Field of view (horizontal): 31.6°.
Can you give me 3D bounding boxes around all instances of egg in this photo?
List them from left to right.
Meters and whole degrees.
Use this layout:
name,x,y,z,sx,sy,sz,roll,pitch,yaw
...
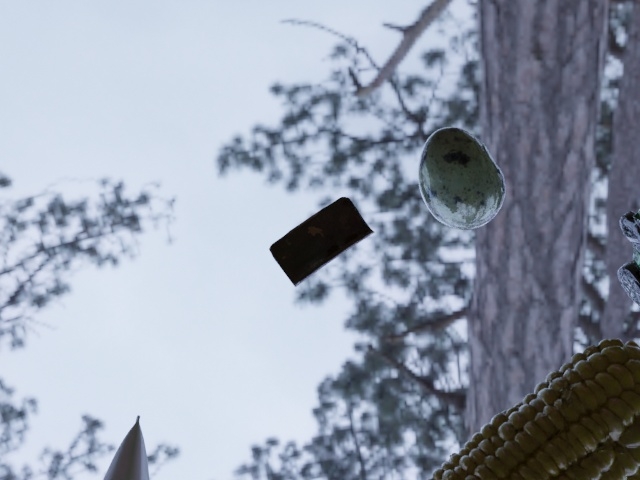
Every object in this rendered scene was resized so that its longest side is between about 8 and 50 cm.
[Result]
name,x,y,z,sx,sy,sz,roll,pitch,yaw
egg,0.233,-0.105,1.889,0.141,0.181,0.141,-24,-162,8

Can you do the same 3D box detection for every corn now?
name,x,y,z,sx,sy,sz,roll,pitch,yaw
corn,0.106,0.175,0.694,0.292,0.101,0.101,-41,-140,0

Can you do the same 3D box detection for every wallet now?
name,x,y,z,sx,sy,sz,roll,pitch,yaw
wallet,0.000,0.000,2.052,0.176,0.026,0.095,-36,-103,-5

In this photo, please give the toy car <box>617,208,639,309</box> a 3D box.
name,x,y,z,sx,sy,sz,roll,pitch,yaw
toy car,0.687,0.033,2.088,0.213,0.358,0.176,-29,-131,-10

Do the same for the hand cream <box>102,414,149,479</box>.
name,x,y,z,sx,sy,sz,roll,pitch,yaw
hand cream,-0.242,0.370,1.304,0.118,0.185,0.358,8,-157,-8
